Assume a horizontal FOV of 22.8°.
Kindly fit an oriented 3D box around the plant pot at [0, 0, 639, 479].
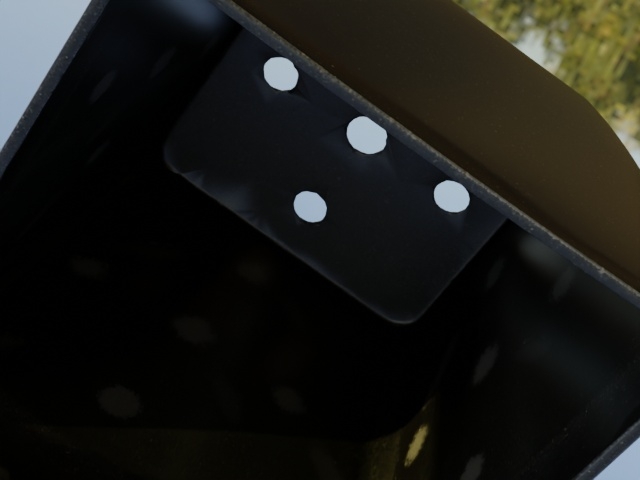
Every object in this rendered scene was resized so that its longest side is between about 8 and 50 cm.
[{"bbox_3d":[0.000,0.000,0.521,0.188,0.187,0.167,36,-148,-5],"label":"plant pot"}]
